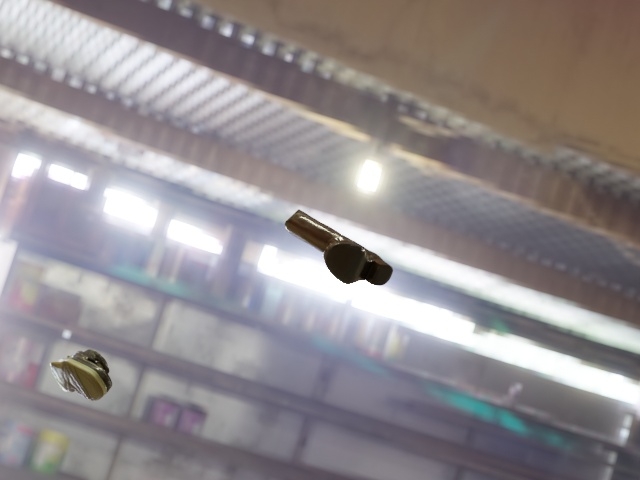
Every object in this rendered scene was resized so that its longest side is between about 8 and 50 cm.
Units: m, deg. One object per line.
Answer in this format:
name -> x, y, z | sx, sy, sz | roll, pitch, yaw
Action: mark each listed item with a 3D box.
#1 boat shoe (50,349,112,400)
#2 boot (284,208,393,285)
boat shoe -> -0.273, 0.151, 1.844 | 0.152, 0.049, 0.056 | 5, -55, 62
boot -> 0.000, 0.000, 1.459 | 0.114, 0.037, 0.106 | 35, 5, 34
